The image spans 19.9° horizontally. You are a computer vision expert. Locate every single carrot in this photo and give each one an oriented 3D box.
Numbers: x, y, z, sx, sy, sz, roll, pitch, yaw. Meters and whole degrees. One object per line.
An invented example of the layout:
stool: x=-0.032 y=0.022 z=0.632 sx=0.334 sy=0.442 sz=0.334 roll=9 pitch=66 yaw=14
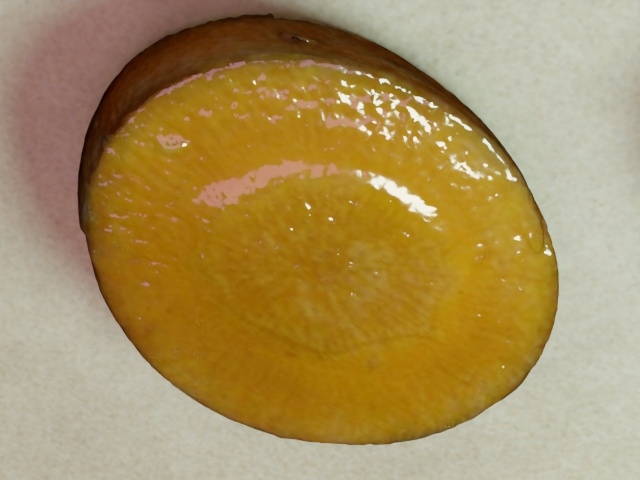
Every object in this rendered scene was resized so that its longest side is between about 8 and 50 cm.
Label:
carrot: x=0.000 y=0.000 z=1.089 sx=0.307 sy=0.100 sz=0.258 roll=33 pitch=118 yaw=-19
